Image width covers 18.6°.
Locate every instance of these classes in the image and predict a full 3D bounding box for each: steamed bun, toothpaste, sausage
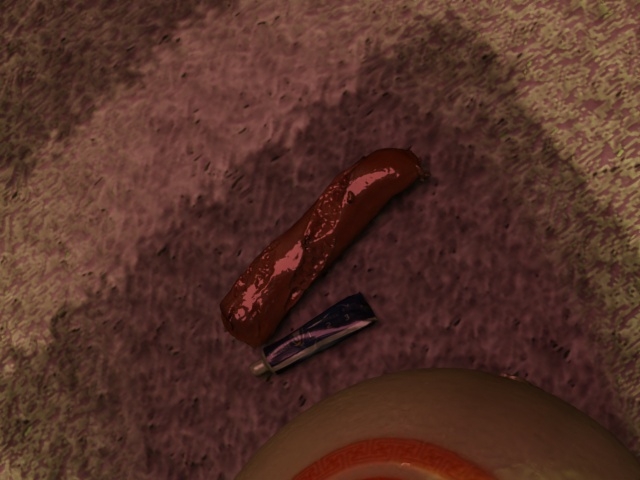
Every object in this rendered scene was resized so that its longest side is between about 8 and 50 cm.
[{"bbox_3d":[0.058,0.203,1.039,0.283,0.177,0.283,-4,76,18],"label":"steamed bun"},{"bbox_3d":[-0.006,0.060,1.182,0.083,0.019,0.027,-30,51,7],"label":"toothpaste"},{"bbox_3d":[0.000,0.000,1.184,0.158,0.036,0.042,-44,98,5],"label":"sausage"}]
